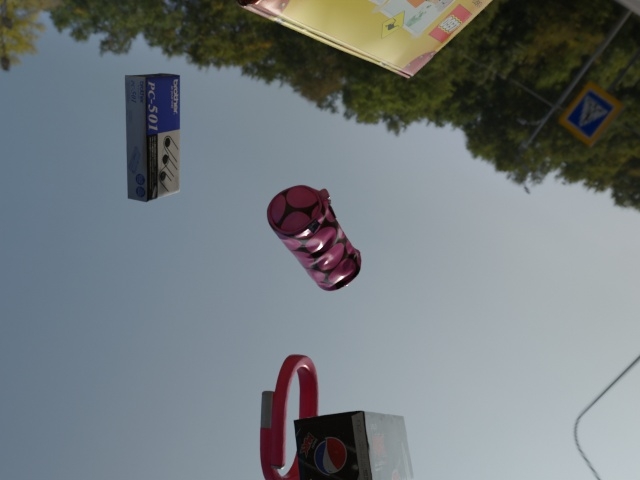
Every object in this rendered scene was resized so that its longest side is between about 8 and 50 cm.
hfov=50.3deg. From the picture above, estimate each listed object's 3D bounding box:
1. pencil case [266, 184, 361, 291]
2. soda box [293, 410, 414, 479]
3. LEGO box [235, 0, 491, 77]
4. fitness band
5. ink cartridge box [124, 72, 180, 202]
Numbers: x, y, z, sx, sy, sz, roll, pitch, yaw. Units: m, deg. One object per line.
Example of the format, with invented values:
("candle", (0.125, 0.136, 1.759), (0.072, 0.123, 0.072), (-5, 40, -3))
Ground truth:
("pencil case", (0.000, 0.000, 1.060), (0.095, 0.098, 0.209), (56, 180, 33))
("soda box", (0.032, 0.169, 0.543), (0.169, 0.053, 0.060), (41, -141, -67))
("LEGO box", (0.108, -0.453, 0.927), (0.193, 0.372, 0.500), (56, -154, 16))
("fitness band", (-0.061, 0.395, 1.492), (0.054, 0.291, 0.209), (1, 177, 24))
("ink cartridge box", (-0.284, -0.177, 1.164), (0.046, 0.207, 0.097), (11, -161, 21))
